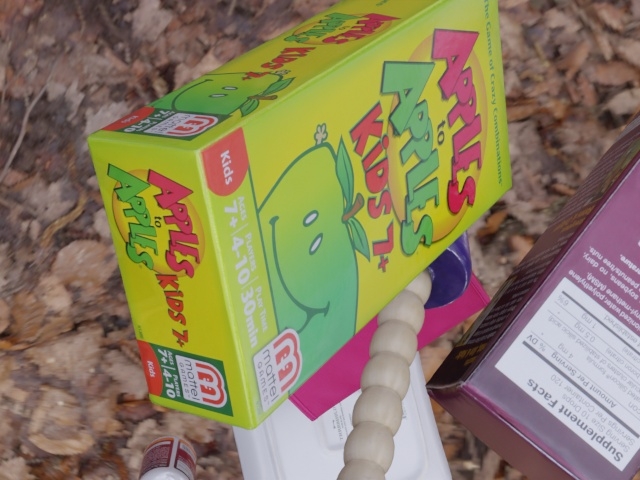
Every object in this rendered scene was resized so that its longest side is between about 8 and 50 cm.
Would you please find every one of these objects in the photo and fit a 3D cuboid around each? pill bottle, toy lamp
[{"bbox_3d":[-0.234,0.367,1.798,0.086,0.152,0.086,0,109,-1],"label":"pill bottle"},{"bbox_3d":[0.041,0.071,0.718,0.080,0.080,0.274,32,47,-13],"label":"toy lamp"}]

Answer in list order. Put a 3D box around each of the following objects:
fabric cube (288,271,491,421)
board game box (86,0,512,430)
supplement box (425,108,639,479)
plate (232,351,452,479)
[{"bbox_3d":[0.000,0.000,1.397,0.258,0.259,0.254,-35,129,7],"label":"fabric cube"},{"bbox_3d":[0.006,-0.025,0.408,0.181,0.043,0.092,-39,128,-46],"label":"board game box"},{"bbox_3d":[0.140,0.018,0.533,0.081,0.104,0.188,39,81,2],"label":"supplement box"},{"bbox_3d":[0.025,0.235,1.531,0.278,0.045,0.277,-11,82,-19],"label":"plate"}]
